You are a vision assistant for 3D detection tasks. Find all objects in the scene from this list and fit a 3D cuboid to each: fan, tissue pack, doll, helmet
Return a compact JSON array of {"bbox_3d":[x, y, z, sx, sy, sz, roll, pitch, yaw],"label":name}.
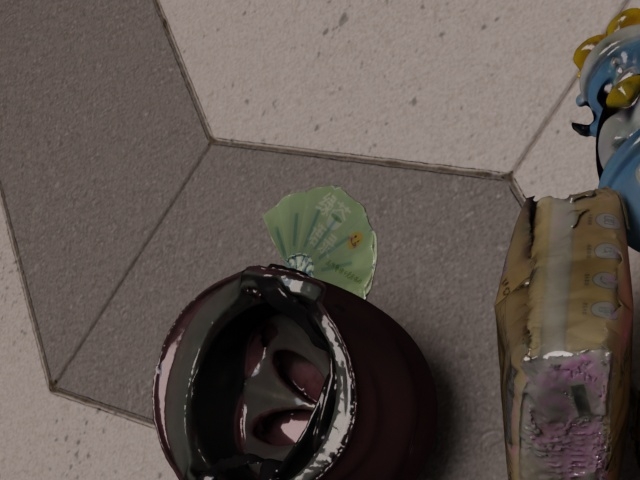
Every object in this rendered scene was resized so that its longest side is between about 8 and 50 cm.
[{"bbox_3d":[0.000,0.000,2.014,0.131,0.009,0.240,-55,41,3],"label":"fan"},{"bbox_3d":[0.218,0.104,1.518,0.123,0.215,0.256,2,35,11],"label":"tissue pack"},{"bbox_3d":[0.332,-0.098,1.629,0.177,0.141,0.314,-39,42,20],"label":"doll"},{"bbox_3d":[-0.013,0.173,1.787,0.338,0.197,0.271,6,81,56],"label":"helmet"}]

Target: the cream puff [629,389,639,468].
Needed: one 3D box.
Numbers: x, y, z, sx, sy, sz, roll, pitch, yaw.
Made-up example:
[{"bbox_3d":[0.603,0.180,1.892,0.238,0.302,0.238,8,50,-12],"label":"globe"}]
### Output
[{"bbox_3d":[0.357,0.172,1.460,0.189,0.129,0.189,-13,72,43],"label":"cream puff"}]
